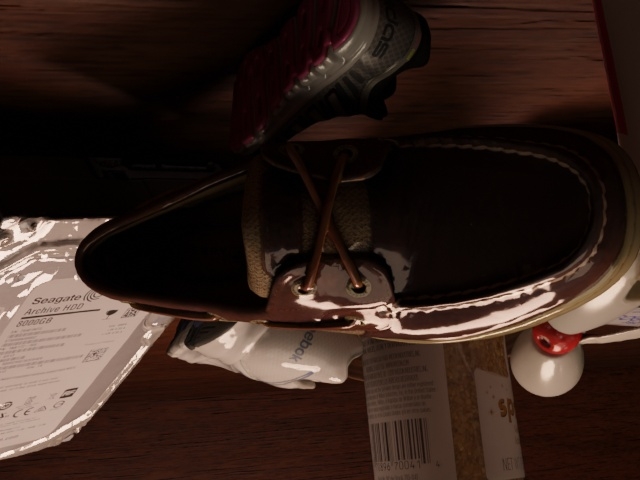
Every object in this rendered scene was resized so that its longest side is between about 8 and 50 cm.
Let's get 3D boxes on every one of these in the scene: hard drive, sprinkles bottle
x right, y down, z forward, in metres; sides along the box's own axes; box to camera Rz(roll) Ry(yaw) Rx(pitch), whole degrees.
[{"bbox_3d":[-0.227,0.071,0.767,0.237,0.064,0.339,-3,141,-52],"label":"hard drive"},{"bbox_3d":[0.091,0.104,0.767,0.121,0.355,0.121,-5,167,-1],"label":"sprinkles bottle"}]

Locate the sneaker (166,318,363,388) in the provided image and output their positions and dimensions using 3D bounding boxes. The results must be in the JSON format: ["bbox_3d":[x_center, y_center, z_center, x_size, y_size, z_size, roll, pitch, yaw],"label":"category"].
[{"bbox_3d":[-0.053,0.083,0.836,0.129,0.111,0.297,31,174,-9],"label":"sneaker"}]

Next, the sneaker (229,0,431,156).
[{"bbox_3d":[0.003,-0.090,0.561,0.075,0.063,0.170,9,156,-28],"label":"sneaker"}]

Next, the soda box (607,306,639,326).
[{"bbox_3d":[0.396,0.052,1.215,0.286,0.098,0.091,7,161,-42],"label":"soda box"}]

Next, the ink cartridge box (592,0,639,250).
[{"bbox_3d":[0.256,-0.053,0.578,0.100,0.172,0.237,-15,164,30],"label":"ink cartridge box"}]

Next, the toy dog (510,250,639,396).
[{"bbox_3d":[0.252,0.012,0.862,0.161,0.220,0.333,-43,180,-23],"label":"toy dog"}]

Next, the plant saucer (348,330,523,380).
[{"bbox_3d":[0.140,0.102,1.218,0.278,0.041,0.278,-13,-165,4],"label":"plant saucer"}]

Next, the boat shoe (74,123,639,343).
[{"bbox_3d":[0.000,0.000,0.548,0.342,0.123,0.123,-2,179,35],"label":"boat shoe"}]

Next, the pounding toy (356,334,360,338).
[{"bbox_3d":[0.092,0.037,1.074,0.206,0.094,0.181,-13,162,-7],"label":"pounding toy"}]
